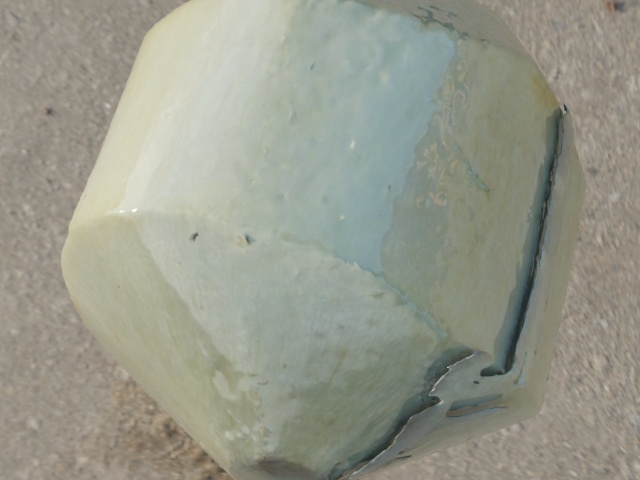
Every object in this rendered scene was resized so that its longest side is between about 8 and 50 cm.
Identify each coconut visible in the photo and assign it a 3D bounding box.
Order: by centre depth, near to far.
[{"bbox_3d":[0.000,0.000,0.688,0.323,0.323,0.322,-5,74,18],"label":"coconut"}]
